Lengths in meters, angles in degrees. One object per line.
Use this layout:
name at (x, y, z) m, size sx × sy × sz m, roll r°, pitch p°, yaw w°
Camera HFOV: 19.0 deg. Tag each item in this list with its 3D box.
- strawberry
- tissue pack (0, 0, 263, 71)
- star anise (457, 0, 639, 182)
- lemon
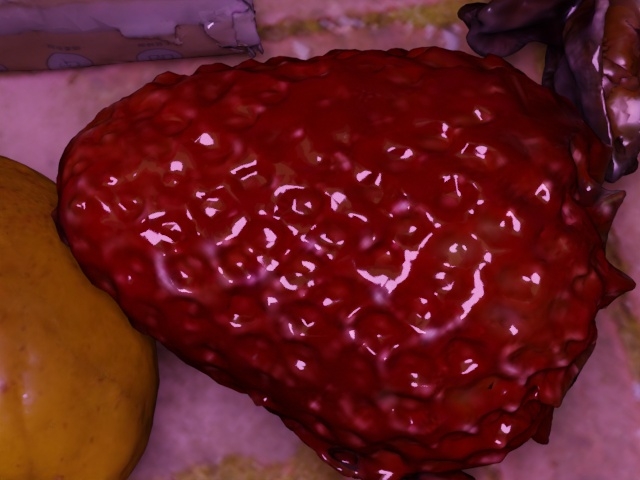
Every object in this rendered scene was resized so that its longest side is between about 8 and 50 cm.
strawberry at (0.000, 0.000, 0.860) m, size 0.244 × 0.205 × 0.205 m, roll 10°, pitch 67°, yaw -16°
tissue pack at (-0.162, -0.197, 1.009) m, size 0.257 × 0.123 × 0.215 m, roll -2°, pitch 66°, yaw 2°
star anise at (0.165, -0.135, 0.976) m, size 0.220 × 0.099 × 0.214 m, roll -33°, pitch 84°, yaw -27°
lemon at (-0.168, 0.045, 0.888) m, size 0.170 × 0.170 × 0.207 m, roll -31°, pitch 66°, yaw -8°
